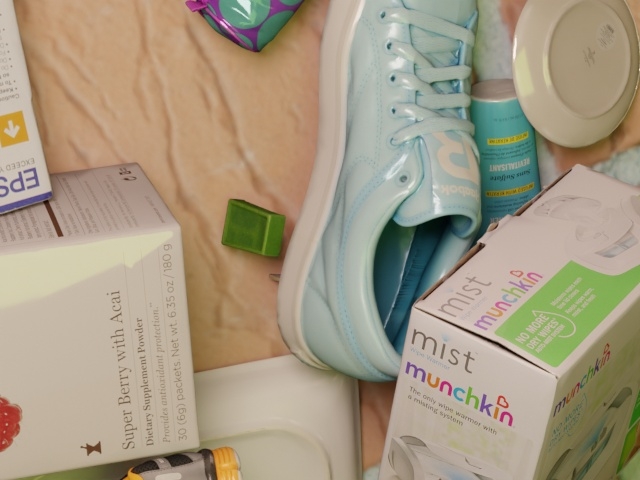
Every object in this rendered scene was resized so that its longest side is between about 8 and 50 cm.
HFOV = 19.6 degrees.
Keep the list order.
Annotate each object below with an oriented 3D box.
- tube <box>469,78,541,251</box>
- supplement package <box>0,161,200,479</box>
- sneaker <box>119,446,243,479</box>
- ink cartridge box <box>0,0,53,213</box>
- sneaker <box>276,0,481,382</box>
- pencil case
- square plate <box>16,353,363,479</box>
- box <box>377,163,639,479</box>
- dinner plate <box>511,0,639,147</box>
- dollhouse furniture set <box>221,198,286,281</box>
[{"bbox_3d":[0.150,-0.026,1.504,0.080,0.052,0.207,-9,114,-4],"label":"tube"},{"bbox_3d":[-0.251,0.065,1.342,0.293,0.175,0.177,-9,110,-13],"label":"supplement package"},{"bbox_3d":[-0.132,0.214,1.383,0.083,0.084,0.215,3,144,-28],"label":"sneaker"},{"bbox_3d":[-0.360,-0.147,1.225,0.324,0.071,0.330,-18,106,-34],"label":"ink cartridge box"},{"bbox_3d":[0.079,-0.068,1.387,0.135,0.150,0.366,5,98,-38],"label":"sneaker"},{"bbox_3d":[-0.027,-0.212,1.380,0.070,0.064,0.152,36,94,-39],"label":"pencil case"},{"bbox_3d":[-0.120,0.278,1.517,0.347,0.049,0.344,-9,110,-13],"label":"square plate"},{"bbox_3d":[0.162,0.104,1.402,0.262,0.127,0.231,-36,145,-47],"label":"box"},{"bbox_3d":[0.208,-0.143,1.468,0.141,0.017,0.141,-4,96,-38],"label":"dinner plate"},{"bbox_3d":[0.000,0.000,1.478,0.151,0.058,0.076,4,99,-37],"label":"dollhouse furniture set"}]
